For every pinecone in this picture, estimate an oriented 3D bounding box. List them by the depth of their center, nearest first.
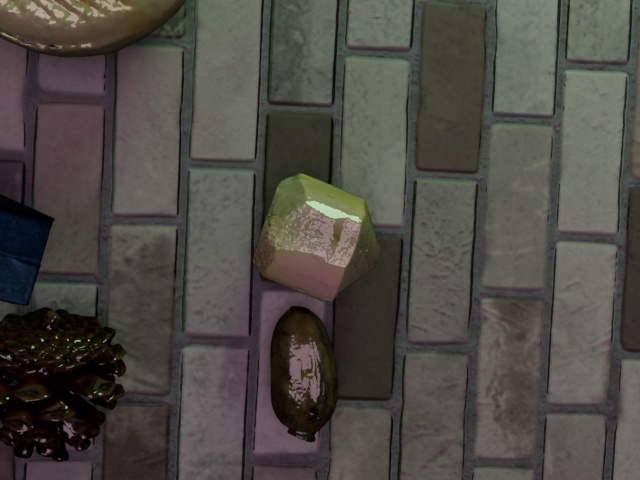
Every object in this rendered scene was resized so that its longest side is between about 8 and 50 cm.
[{"bbox_3d":[-0.338,0.179,1.344,0.208,0.208,0.207,0,94,-5],"label":"pinecone"}]

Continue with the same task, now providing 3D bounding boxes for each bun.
[{"bbox_3d":[-0.305,-0.402,1.303,0.364,0.202,0.364,-1,100,-4],"label":"bun"}]

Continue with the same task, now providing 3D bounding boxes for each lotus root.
[{"bbox_3d":[-0.021,0.174,1.425,0.089,0.080,0.179,-2,90,-3],"label":"lotus root"}]

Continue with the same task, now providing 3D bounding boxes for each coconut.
[{"bbox_3d":[0.000,0.000,1.385,0.153,0.147,0.147,22,91,-2],"label":"coconut"}]

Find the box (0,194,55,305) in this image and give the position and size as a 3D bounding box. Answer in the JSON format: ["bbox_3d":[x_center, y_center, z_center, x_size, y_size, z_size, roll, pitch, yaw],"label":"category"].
[{"bbox_3d":[-0.485,-0.027,1.230,0.279,0.261,0.116,18,91,-34],"label":"box"}]
